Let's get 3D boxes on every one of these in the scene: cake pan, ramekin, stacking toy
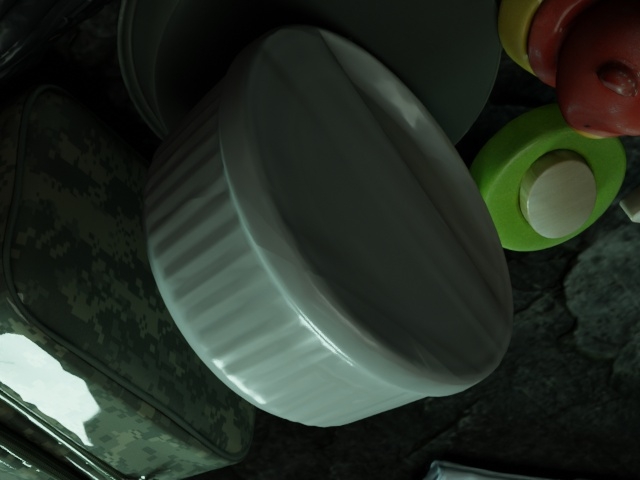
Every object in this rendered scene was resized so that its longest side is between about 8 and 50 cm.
[{"bbox_3d":[0.001,-0.138,1.169,0.293,0.054,0.293,-7,132,-8],"label":"cake pan"},{"bbox_3d":[0.000,0.000,1.086,0.127,0.273,0.273,-32,131,31],"label":"ramekin"},{"bbox_3d":[0.266,-0.074,1.200,0.309,0.130,0.280,-2,131,-26],"label":"stacking toy"}]

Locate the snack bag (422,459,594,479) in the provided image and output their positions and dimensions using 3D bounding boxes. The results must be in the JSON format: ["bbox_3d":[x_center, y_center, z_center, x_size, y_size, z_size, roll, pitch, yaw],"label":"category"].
[{"bbox_3d":[0.197,0.352,1.660,0.342,0.037,0.323,10,127,-22],"label":"snack bag"}]

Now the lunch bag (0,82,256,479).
[{"bbox_3d":[-0.220,0.068,1.197,0.256,0.213,0.305,-19,140,27],"label":"lunch bag"}]

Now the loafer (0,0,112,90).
[{"bbox_3d":[-0.215,-0.156,1.097,0.223,0.076,0.078,-34,91,28],"label":"loafer"}]
